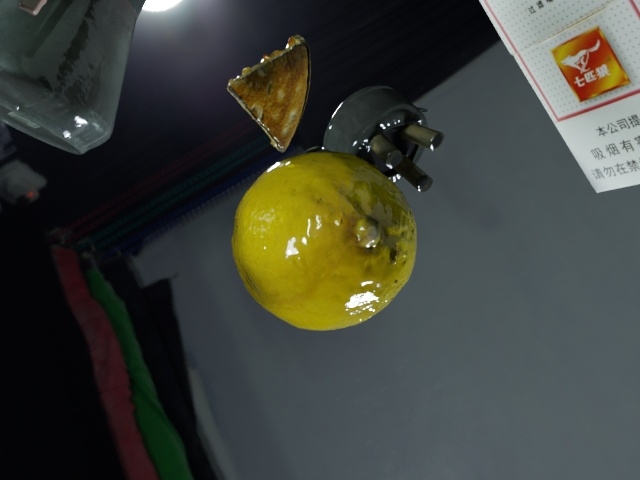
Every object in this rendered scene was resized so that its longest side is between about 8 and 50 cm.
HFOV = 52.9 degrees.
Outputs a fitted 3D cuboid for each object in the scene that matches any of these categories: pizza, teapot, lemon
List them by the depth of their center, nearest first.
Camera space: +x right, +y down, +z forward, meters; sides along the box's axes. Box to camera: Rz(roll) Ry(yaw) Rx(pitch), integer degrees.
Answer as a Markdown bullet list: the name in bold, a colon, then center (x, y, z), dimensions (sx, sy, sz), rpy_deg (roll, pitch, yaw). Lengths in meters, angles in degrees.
- **lemon**: center (0.002, 0.000, 0.828), dimensions (0.236, 0.235, 0.263), rpy_deg (59, -176, -12)
- **teapot**: center (-0.386, -0.333, 0.973), dimensions (0.253, 0.344, 0.300), rpy_deg (24, 172, -11)
- **pizza**: center (-0.084, -0.222, 1.003), dimensions (0.036, 0.176, 0.185), rpy_deg (25, 121, 37)

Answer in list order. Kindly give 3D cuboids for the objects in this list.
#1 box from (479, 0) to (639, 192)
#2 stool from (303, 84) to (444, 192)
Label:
- **box**: center (0.371, -0.233, 0.817), dimensions (0.330, 0.095, 0.210), rpy_deg (56, 158, -9)
- **stool**: center (0.082, -0.125, 0.991), dimensions (0.153, 0.228, 0.139), rpy_deg (30, -164, -52)
